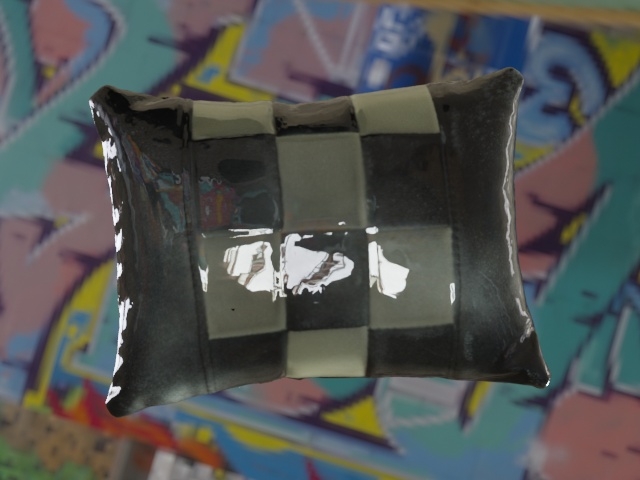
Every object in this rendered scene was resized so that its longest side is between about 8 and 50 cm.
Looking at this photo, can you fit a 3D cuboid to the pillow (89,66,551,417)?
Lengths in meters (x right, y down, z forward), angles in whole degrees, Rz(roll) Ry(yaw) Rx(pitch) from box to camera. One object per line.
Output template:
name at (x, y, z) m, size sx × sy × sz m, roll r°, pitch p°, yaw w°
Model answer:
pillow at (0.000, 0.000, 1.018) m, size 0.250 × 0.186 × 0.106 m, roll -3°, pitch 176°, yaw -4°
